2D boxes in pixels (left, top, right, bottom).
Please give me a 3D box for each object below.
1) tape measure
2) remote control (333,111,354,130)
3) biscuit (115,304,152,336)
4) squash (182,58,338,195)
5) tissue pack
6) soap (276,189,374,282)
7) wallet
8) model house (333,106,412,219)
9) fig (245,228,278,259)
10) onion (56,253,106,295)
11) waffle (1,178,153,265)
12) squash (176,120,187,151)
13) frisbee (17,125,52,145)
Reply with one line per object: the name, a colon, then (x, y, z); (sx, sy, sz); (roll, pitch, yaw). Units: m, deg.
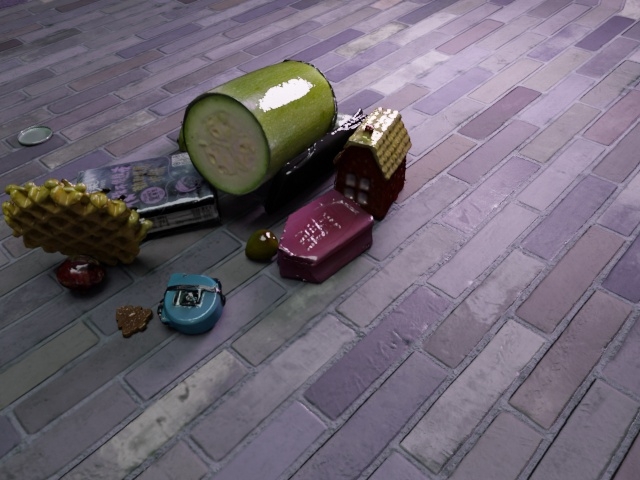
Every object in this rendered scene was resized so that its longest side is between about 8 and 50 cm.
tape measure: (-0.280, 0.139, 1.200); (0.146, 0.081, 0.125); (2, 54, 6)
remote control: (0.040, -0.367, 1.727); (0.335, 0.066, 0.128); (20, 45, 23)
biscuit: (-0.422, 0.174, 1.217); (0.092, 0.016, 0.082); (23, 54, 27)
squash: (-0.140, -0.312, 1.429); (0.263, 0.263, 0.384); (18, 36, 21)
tissue pack: (-0.461, -0.122, 1.465); (0.361, 0.122, 0.259); (-14, 42, -8)
soap: (0.000, 0.000, 1.321); (0.250, 0.099, 0.162); (-36, 59, -29)
wallet: (-0.007, -0.215, 1.481); (0.051, 0.197, 0.377); (42, 57, 10)
model house: (0.137, -0.214, 1.423); (0.160, 0.254, 0.196); (22, 48, 16)
fig: (-0.146, 0.014, 1.334); (0.088, 0.074, 0.074); (-24, 43, 10)
onion: (-0.555, 0.080, 1.276); (0.107, 0.097, 0.107); (0, 0, 0)
waffle: (-0.556, -0.031, 1.246); (0.329, 0.329, 0.062); (-2, 58, 1)
squash: (-0.273, -0.316, 1.665); (0.288, 0.111, 0.203); (29, 54, 28)
frisbee: (-0.938, -0.345, 1.804); (0.110, 0.014, 0.110); (-1, 43, 1)
